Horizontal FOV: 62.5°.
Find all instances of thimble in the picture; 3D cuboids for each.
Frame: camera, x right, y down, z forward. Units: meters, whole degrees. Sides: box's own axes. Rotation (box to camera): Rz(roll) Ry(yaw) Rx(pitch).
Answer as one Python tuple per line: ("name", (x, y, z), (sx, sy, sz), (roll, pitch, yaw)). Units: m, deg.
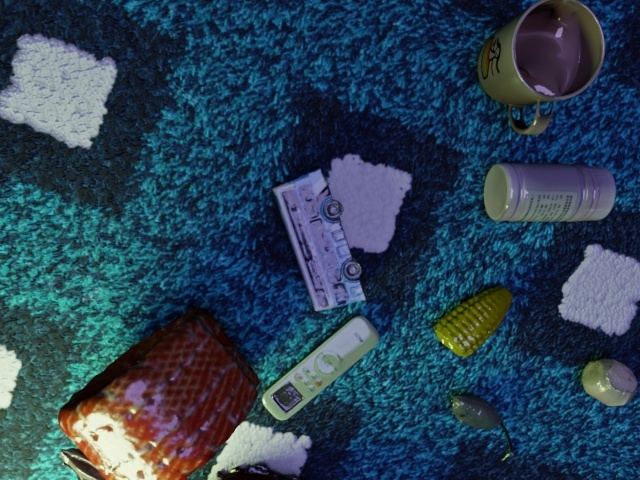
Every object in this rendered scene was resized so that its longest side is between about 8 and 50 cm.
("thimble", (-0.306, 0.311, 1.033), (0.350, 0.350, 0.231), (-35, 100, -1))

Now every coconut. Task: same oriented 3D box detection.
("coconut", (0.709, 0.347, 1.277), (0.124, 0.110, 0.110), (26, 94, -6))

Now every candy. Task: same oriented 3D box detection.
("candy", (0.366, 0.179, 1.223), (0.198, 0.094, 0.106), (-39, 95, -7))

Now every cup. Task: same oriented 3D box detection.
("cup", (0.441, -0.347, 1.104), (0.191, 0.200, 0.253), (2, 96, -8))

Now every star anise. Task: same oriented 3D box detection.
("star anise", (-0.465, 0.545, 1.155), (0.257, 0.110, 0.199), (29, 68, -25))

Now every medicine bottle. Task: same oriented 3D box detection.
("medicine bottle", (0.508, -0.108, 1.180), (0.249, 0.133, 0.134), (-1, 98, -7))

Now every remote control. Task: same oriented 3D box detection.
("remote control", (0.000, 0.291, 1.216), (0.309, 0.038, 0.090), (-39, 100, 0))

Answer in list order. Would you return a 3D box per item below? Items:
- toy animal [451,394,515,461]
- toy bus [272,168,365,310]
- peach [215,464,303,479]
("toy animal", (0.405, 0.443, 1.283), (0.079, 0.070, 0.253), (-32, 117, 33))
("toy bus", (0.000, 0.000, 1.146), (0.130, 0.106, 0.298), (-18, 98, -2))
("peach", (-0.154, 0.706, 1.147), (0.416, 0.353, 0.340), (-10, 110, -48))
